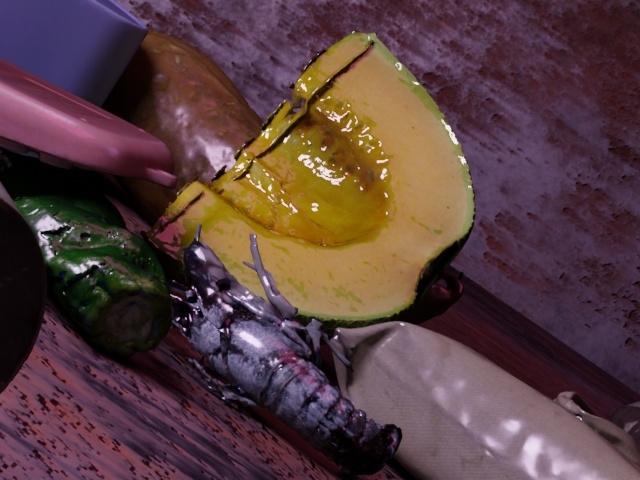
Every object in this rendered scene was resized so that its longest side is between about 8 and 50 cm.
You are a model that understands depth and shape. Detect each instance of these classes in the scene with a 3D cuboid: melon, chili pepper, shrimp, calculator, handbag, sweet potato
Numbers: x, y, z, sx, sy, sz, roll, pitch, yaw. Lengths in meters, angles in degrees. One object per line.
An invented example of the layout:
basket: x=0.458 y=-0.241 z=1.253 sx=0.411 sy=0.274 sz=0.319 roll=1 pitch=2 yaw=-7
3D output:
melon: x=0.000 y=0.000 z=1.292 sx=0.169 sy=0.265 sz=0.129 roll=38 pitch=-38 yaw=8
chili pepper: x=-0.150 y=-0.009 z=1.053 sx=0.098 sy=0.061 sz=0.224 roll=23 pitch=13 yaw=-34
shrimp: x=-0.023 y=0.065 z=1.069 sx=0.174 sy=0.082 sz=0.076 roll=42 pitch=1 yaw=5
calculator: x=-0.231 y=-0.101 z=1.107 sx=0.329 sy=0.048 sz=0.220 roll=24 pitch=3 yaw=7
handbag: x=0.174 y=0.168 z=1.186 sx=0.316 sy=0.109 sz=0.253 roll=31 pitch=-2 yaw=38
sweet potato: x=-0.066 y=-0.040 z=1.450 sx=0.422 sy=0.130 sz=0.130 roll=41 pitch=8 yaw=33

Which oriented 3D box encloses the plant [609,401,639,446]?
plant: x=0.281 y=0.185 z=1.490 sx=0.146 sy=0.149 sz=0.274 roll=8 pitch=2 yaw=-6

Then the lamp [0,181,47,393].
lamp: x=-0.176 y=-0.012 z=0.621 sx=0.121 sy=0.121 sz=0.214 roll=30 pitch=-2 yaw=-40

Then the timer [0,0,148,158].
timer: x=-0.335 y=-0.243 z=1.403 sx=0.395 sy=0.173 sz=0.395 roll=35 pitch=6 yaw=-4
